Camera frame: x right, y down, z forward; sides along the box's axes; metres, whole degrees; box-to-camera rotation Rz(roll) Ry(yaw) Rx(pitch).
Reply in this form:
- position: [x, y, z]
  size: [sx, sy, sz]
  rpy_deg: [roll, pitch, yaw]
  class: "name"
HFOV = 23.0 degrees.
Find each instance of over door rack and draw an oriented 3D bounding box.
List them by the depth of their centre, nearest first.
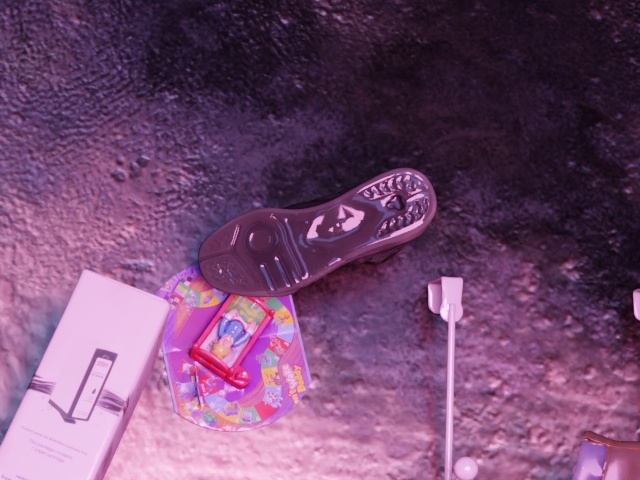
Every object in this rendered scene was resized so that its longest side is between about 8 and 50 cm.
- position: [0.226, 0.180, 1.455]
  size: [0.239, 0.108, 0.324]
  rpy_deg: [4, 69, -11]
  class: "over door rack"

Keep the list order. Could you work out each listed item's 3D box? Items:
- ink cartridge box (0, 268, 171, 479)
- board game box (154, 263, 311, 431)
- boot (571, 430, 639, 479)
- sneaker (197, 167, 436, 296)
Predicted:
- position: [-0.209, 0.147, 1.352]
  size: [0.086, 0.148, 0.203]
  rpy_deg: [22, 66, -1]
  class: "ink cartridge box"
- position: [-0.080, 0.092, 1.463]
  size: [0.133, 0.033, 0.168]
  rpy_deg: [-9, 72, -15]
  class: "board game box"
- position: [0.250, 0.272, 1.369]
  size: [0.106, 0.082, 0.219]
  rpy_deg: [20, 96, 14]
  class: "boot"
- position: [0.000, 0.000, 1.485]
  size: [0.227, 0.130, 0.087]
  rpy_deg: [-21, 81, 1]
  class: "sneaker"
